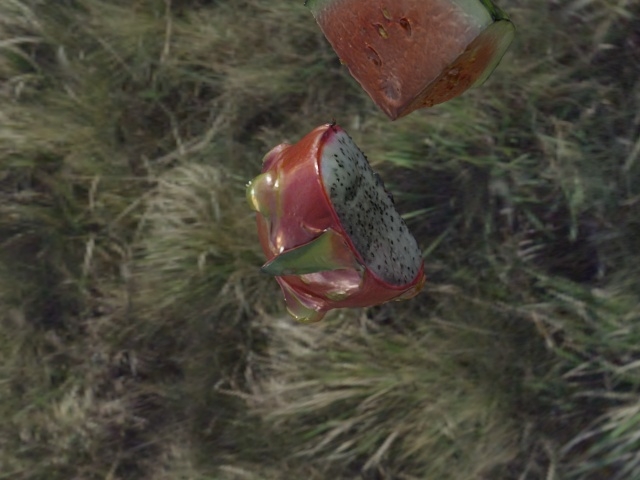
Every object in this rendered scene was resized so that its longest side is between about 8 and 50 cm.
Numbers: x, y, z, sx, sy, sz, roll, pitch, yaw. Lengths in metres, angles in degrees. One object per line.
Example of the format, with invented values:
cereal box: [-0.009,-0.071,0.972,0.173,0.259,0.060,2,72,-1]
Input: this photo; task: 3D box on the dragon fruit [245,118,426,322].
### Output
dragon fruit: [0.000,0.000,0.436,0.056,0.060,0.083,-20,110,30]

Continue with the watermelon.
watermelon: [0.051,-0.123,0.670,0.135,0.125,0.094,17,88,7]
